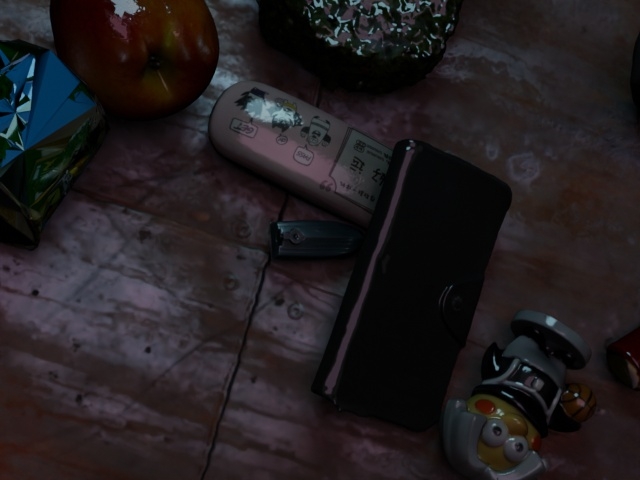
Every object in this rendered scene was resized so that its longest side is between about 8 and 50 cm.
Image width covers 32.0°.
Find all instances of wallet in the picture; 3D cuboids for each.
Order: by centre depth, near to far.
[{"bbox_3d":[0.128,0.067,1.511,0.197,0.051,0.378,24,82,-22],"label":"wallet"}]

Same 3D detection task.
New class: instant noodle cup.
[{"bbox_3d":[-0.391,-0.128,1.403,0.240,0.240,0.178,36,66,-2],"label":"instant noodle cup"}]

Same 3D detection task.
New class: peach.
[{"bbox_3d":[-0.248,-0.268,1.447,0.243,0.243,0.199,41,100,-1],"label":"peach"}]

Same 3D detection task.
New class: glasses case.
[{"bbox_3d":[-0.005,-0.115,1.540,0.314,0.075,0.122,27,76,-7],"label":"glasses case"}]

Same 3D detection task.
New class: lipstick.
[{"bbox_3d":[0.519,0.123,1.596,0.241,0.080,0.080,-32,86,-15],"label":"lipstick"}]

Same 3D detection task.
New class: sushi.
[{"bbox_3d":[0.066,-0.391,1.561,0.294,0.178,0.352,20,79,-4],"label":"sushi"}]

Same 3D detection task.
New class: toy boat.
[{"bbox_3d":[0.000,0.000,1.530,0.141,0.060,0.055,0,79,-18],"label":"toy boat"}]

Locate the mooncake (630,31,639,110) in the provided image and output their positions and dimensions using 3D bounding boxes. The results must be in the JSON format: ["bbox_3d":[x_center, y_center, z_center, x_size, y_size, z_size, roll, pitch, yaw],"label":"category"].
[{"bbox_3d":[0.564,-0.236,1.597,0.244,0.245,0.133,17,73,-7],"label":"mooncake"}]

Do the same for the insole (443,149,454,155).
[{"bbox_3d":[0.154,-0.038,1.571,0.004,0.065,0.197,10,73,35],"label":"insole"}]

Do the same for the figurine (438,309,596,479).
[{"bbox_3d":[0.266,0.229,1.498,0.176,0.133,0.236,37,71,0],"label":"figurine"}]
